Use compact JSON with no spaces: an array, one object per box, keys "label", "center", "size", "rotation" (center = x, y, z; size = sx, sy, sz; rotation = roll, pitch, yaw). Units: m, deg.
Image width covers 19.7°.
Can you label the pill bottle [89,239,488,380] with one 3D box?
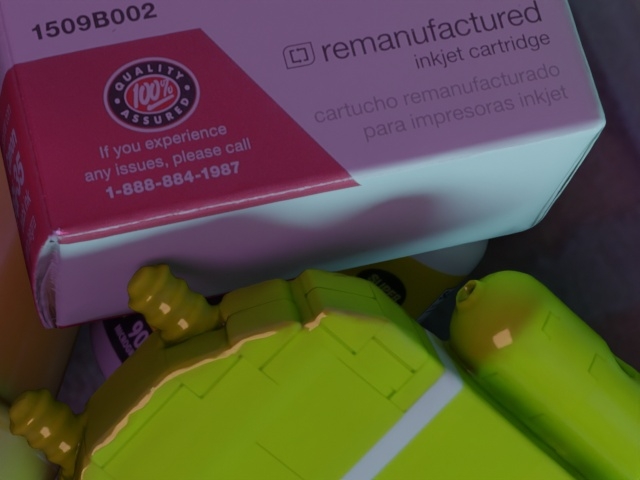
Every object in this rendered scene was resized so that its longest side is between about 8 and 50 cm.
[{"label":"pill bottle","center":[0.000,0.000,0.842],"size":[0.119,0.119,0.208],"rotation":[41,111,-3]}]

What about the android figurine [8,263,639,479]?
[{"label":"android figurine","center":[0.012,0.120,0.679],"size":[0.273,0.056,0.248],"rotation":[39,100,-18]}]

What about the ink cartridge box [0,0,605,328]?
[{"label":"ink cartridge box","center":[-0.037,-0.131,0.710],"size":[0.207,0.117,0.283],"rotation":[-12,73,-11]}]

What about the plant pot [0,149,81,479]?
[{"label":"plant pot","center":[-0.199,-0.001,0.805],"size":[0.254,0.254,0.239],"rotation":[30,78,1]}]
